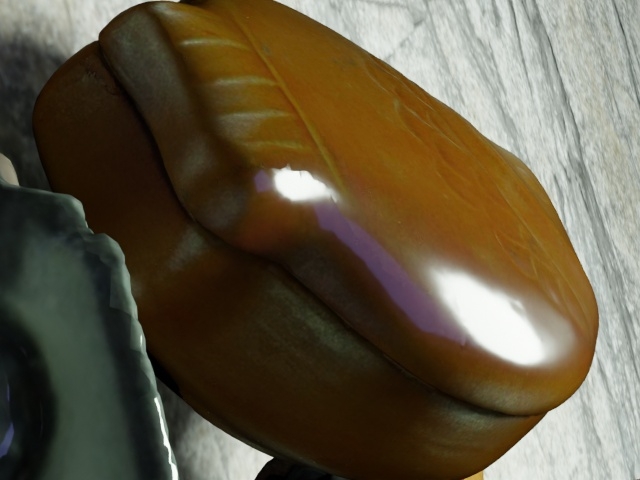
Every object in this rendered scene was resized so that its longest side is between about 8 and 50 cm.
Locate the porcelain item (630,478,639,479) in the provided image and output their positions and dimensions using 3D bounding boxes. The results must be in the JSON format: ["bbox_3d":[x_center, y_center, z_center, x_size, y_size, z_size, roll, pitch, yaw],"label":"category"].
[{"bbox_3d":[0.249,0.263,1.179,0.253,0.253,0.253,-15,90,-69],"label":"porcelain item"}]

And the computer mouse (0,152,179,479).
[{"bbox_3d":[-0.103,0.141,0.450,0.199,0.115,0.389,129,-49,-59],"label":"computer mouse"}]

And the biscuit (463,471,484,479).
[{"bbox_3d":[0.066,0.111,1.074,0.324,0.049,0.205,-72,143,-52],"label":"biscuit"}]

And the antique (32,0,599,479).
[{"bbox_3d":[0.000,0.000,0.789,0.278,0.129,0.223,12,40,-55],"label":"antique"}]

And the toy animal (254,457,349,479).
[{"bbox_3d":[0.007,0.152,0.838,0.098,0.098,0.137,-81,164,-47],"label":"toy animal"}]
